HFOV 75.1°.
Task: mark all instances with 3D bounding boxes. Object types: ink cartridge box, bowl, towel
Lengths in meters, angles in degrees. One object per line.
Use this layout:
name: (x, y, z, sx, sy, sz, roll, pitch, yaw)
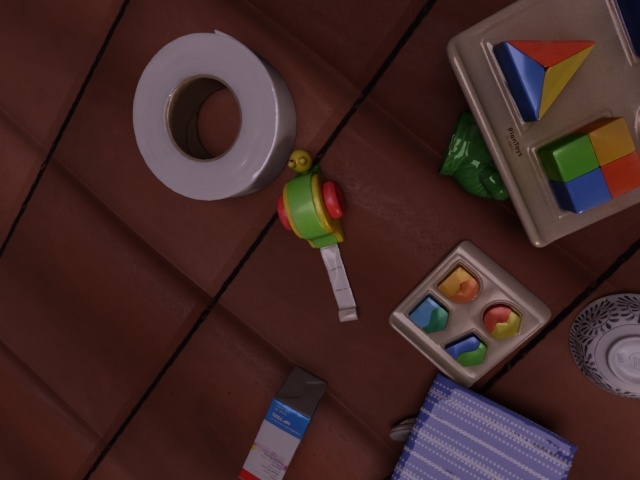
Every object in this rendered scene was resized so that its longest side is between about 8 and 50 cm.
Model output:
ink cartridge box: (-0.077, 0.380, 0.803, 0.078, 0.134, 0.230, 26, 104, 9)
bowl: (0.474, 0.170, 0.628, 0.170, 0.080, 0.169, 3, 95, 29)
towel: (0.242, 0.433, 0.695, 0.243, 0.040, 0.335, 24, 85, 20)

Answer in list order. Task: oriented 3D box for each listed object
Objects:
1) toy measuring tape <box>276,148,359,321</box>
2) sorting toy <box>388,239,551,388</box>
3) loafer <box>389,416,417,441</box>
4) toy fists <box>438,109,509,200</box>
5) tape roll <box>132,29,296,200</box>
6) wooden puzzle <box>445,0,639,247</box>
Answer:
toy measuring tape: (0.000, 0.000, 0.735, 0.122, 0.121, 0.329, -14, 95, 17)
sorting toy: (0.253, 0.134, 0.725, 0.193, 0.038, 0.208, 41, 106, 6)
loafer: (0.191, 0.348, 0.780, 0.125, 0.039, 0.045, -17, 127, 20)
toy fists: (0.293, -0.200, 0.632, 0.142, 0.096, 0.278, 19, 102, 7)
tape roll: (-0.190, -0.217, 0.760, 0.287, 0.100, 0.285, 2, 99, 16)
wooden puzzle: (0.384, -0.195, 0.535, 0.348, 0.080, 0.322, -27, 99, 6)
